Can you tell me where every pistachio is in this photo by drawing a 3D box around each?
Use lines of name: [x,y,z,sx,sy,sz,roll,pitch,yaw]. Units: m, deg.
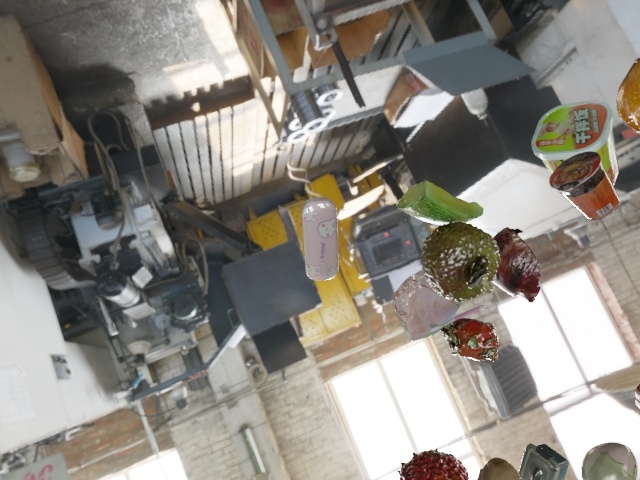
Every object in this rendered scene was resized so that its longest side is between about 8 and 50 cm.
pistachio: [0.674,0.961,1.790,0.212,0.261,0.163,15,170,36]

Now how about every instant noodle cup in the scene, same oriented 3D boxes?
instant noodle cup: [0.648,-0.125,1.158,0.127,0.135,0.127,-41,-160,18]
instant noodle cup: [1.012,-0.335,1.860,0.293,0.294,0.308,-27,130,24]

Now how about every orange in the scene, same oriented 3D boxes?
orange: [0.664,-0.287,0.913,0.177,0.155,0.177,-18,175,-2]

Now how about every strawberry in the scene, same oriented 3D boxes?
strawberry: [0.437,0.911,1.709,0.292,0.292,0.343,-21,-178,-12]

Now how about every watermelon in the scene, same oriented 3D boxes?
watermelon: [0.449,0.215,2.042,0.292,0.319,0.222,-18,-165,-11]

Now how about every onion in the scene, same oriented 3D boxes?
onion: [0.766,0.121,1.955,0.146,0.280,0.314,-16,138,-10]

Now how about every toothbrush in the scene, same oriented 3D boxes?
toothbrush: [0.527,0.295,1.839,0.286,0.025,0.020,-16,125,-26]

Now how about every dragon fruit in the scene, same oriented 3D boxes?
dragon fruit: [0.607,0.408,1.989,0.269,0.198,0.200,13,-164,6]

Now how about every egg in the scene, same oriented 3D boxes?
egg: [1.144,0.896,1.887,0.217,0.183,0.183,-55,170,-1]

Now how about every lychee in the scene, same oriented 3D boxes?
lychee: [0.460,0.068,1.587,0.270,0.270,0.320,-16,-172,-34]

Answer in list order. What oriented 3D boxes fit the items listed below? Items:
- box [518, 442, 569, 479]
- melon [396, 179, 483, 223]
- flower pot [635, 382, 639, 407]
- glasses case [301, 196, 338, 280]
box: [0.960,1.002,2.067,0.130,0.227,0.162,-2,-162,-30]
melon: [0.456,-0.114,1.732,0.323,0.124,0.196,16,173,-20]
flower pot: [1.122,0.516,1.516,0.190,0.191,0.173,-22,-163,-8]
glasses case: [0.000,0.000,1.555,0.113,0.297,0.075,-6,-150,-3]
